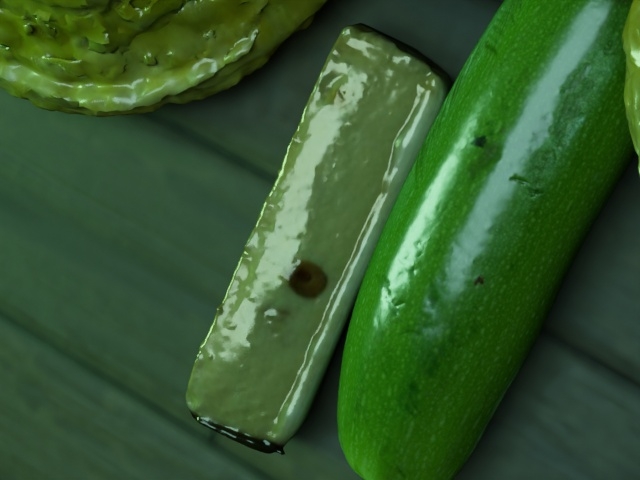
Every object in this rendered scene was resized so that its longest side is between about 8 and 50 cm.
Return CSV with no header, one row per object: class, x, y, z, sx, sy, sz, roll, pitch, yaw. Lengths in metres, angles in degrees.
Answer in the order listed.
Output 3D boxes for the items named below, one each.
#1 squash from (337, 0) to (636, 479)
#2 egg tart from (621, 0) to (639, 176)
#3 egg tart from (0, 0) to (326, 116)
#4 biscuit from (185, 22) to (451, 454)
squash,0.079,-0.023,0.791,0.082,0.082,0.292,30,100,18
egg tart,0.209,-0.045,0.720,0.212,0.090,0.212,0,73,-1
egg tart,-0.096,-0.198,0.835,0.294,0.123,0.294,0,91,22
biscuit,0.000,0.000,0.837,0.056,0.052,0.188,24,99,7
